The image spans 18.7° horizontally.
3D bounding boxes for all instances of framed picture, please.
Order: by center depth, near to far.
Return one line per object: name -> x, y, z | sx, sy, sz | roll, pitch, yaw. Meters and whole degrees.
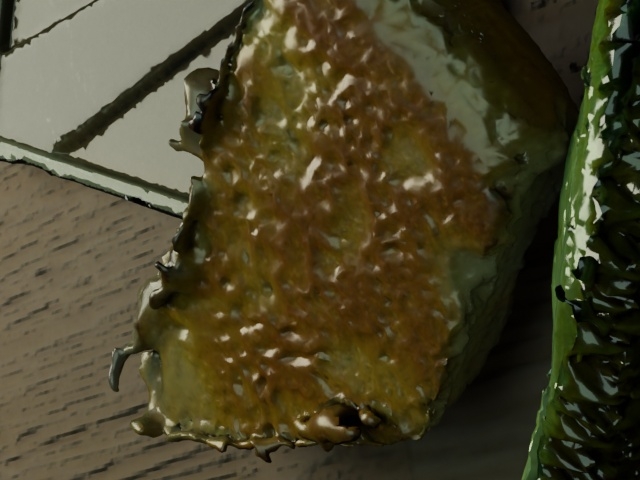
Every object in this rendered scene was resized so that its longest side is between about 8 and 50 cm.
framed picture -> -0.055, -0.130, 0.948 | 0.335, 0.022, 0.247 | 18, 104, 44

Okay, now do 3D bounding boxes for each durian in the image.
durian -> 0.134, -0.010, 0.690 | 0.106, 0.132, 0.375 | 14, 102, 1

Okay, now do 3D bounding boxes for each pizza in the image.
pizza -> 0.000, 0.000, 0.837 | 0.189, 0.071, 0.297 | 41, 123, 21
